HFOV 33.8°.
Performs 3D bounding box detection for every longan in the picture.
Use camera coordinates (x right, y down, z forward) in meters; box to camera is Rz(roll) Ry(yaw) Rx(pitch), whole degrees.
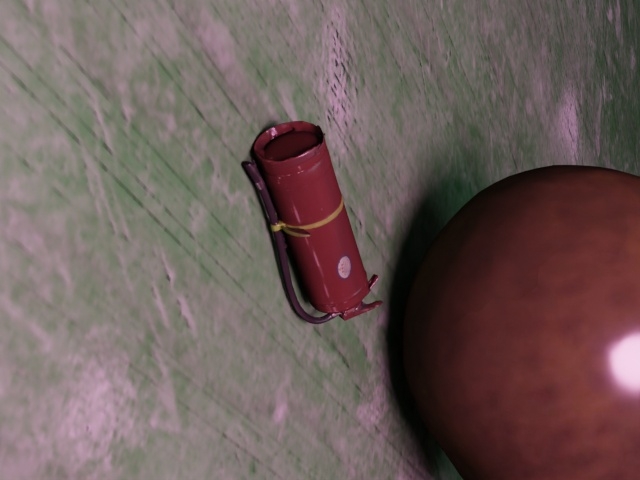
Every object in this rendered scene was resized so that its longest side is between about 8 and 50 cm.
[{"bbox_3d":[0.174,0.078,0.712,0.258,0.258,0.258,1,90,-65],"label":"longan"}]

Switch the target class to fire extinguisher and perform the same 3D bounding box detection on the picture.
[{"bbox_3d":[0.000,0.000,0.569,0.056,0.039,0.132,-34,130,-21],"label":"fire extinguisher"}]
